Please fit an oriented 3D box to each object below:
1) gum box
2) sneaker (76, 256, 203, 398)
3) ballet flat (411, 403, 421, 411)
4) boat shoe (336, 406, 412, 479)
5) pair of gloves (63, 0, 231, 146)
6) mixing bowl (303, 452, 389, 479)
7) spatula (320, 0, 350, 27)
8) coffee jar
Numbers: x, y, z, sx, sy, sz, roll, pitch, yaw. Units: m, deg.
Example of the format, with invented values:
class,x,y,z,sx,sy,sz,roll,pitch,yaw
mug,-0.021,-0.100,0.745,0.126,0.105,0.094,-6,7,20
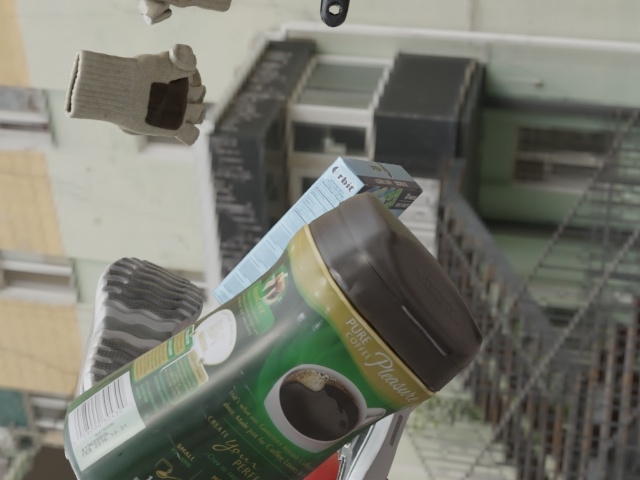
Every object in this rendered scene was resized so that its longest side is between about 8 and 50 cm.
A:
class,x,y,z,sx,sy,sz,roll,pitch,yaw
gum box,0.000,0.000,1.278,0.184,0.041,0.157,-46,-18,18
sneaker,-0.192,0.112,1.271,0.115,0.105,0.281,-62,6,27
ballet flat,0.051,0.126,1.585,0.248,0.086,0.086,-125,22,-46
boat shoe,0.035,0.154,1.013,0.142,0.040,0.049,-65,-27,-19
pair of gloves,-0.170,-0.228,1.425,0.204,0.042,0.240,12,-83,-57
mixing bowl,0.007,0.269,1.269,0.098,0.181,0.181,-96,0,-46
spatula,0.033,-0.365,1.368,0.030,0.084,0.297,130,150,-79
coffee jar,-0.021,0.064,0.603,0.096,0.184,0.079,48,-170,-31
